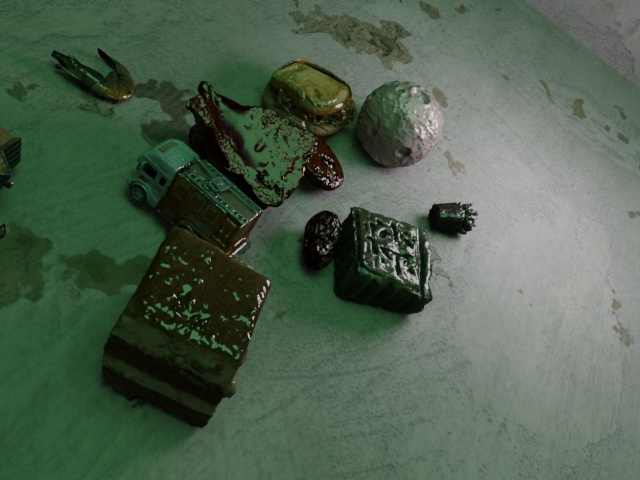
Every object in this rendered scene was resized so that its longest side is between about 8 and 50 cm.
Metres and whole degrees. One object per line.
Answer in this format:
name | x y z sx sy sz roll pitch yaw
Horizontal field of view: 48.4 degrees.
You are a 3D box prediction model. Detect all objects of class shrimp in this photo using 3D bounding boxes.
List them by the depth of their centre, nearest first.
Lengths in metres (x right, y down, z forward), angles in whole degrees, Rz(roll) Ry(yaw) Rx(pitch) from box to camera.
shrimp | -0.292 -0.223 1.811 0.074 0.073 0.190 -16 61 -32
shrimp | -0.576 -0.439 1.829 0.217 0.051 0.150 30 44 -17

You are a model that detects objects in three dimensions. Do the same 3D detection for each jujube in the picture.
jujube | -0.001 0.002 1.792 0.104 0.104 0.166 28 56 -9

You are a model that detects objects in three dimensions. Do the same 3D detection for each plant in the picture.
plant | 0.389 -0.068 2.066 0.143 0.094 0.092 6 43 -20

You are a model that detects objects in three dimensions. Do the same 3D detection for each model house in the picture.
model house | -0.717 -0.161 1.479 0.172 0.166 0.183 41 30 -17

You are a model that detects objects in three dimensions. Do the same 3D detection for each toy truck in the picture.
toy truck | -0.289 -0.101 1.643 0.305 0.162 0.136 41 38 3

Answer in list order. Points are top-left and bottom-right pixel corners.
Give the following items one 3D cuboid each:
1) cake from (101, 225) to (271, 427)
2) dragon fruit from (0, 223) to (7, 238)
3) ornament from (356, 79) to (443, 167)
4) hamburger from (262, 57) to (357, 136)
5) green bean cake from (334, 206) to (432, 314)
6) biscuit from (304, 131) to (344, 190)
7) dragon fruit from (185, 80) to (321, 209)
cake | -0.256 0.167 1.395 0.255 0.290 0.282 28 44 -10
dragon fruit | -0.748 -0.030 1.318 0.282 0.211 0.147 28 53 -18
ornament | 0.239 -0.349 2.098 0.259 0.225 0.259 14 52 -19
hamburger | -0.023 -0.412 2.057 0.285 0.146 0.243 5 48 -18
green bean cake | 0.168 0.054 1.828 0.255 0.132 0.241 19 46 -16
biscuit | -0.004 -0.219 1.948 0.192 0.049 0.192 40 29 -28
dragon fruit | -0.211 -0.207 1.753 0.329 0.286 0.228 30 73 -14
